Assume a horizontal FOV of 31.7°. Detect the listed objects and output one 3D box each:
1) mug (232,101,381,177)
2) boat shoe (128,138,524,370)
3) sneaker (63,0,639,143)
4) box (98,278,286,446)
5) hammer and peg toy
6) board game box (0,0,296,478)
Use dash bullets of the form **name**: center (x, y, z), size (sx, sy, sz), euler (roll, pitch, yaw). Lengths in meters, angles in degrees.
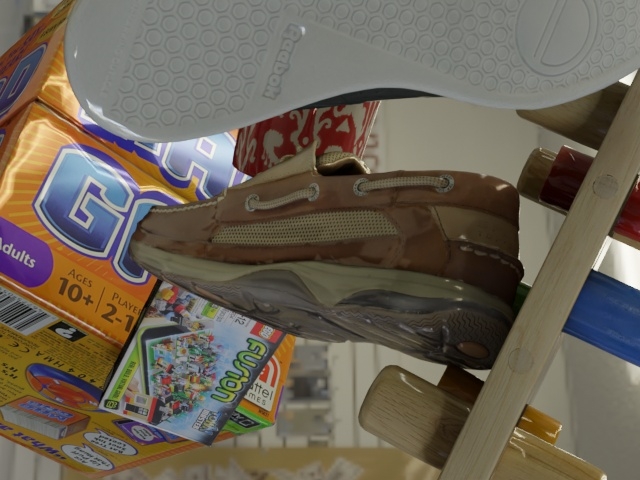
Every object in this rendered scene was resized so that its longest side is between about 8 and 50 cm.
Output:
- **mug**: center (0.007, -0.126, 0.834), size (0.150, 0.113, 0.169), euler (-13, 120, -67)
- **boat shoe**: center (0.000, 0.000, 0.735), size (0.123, 0.324, 0.117), euler (30, 74, -46)
- **sneaker**: center (0.021, -0.118, 0.530), size (0.147, 0.295, 0.105), euler (-135, -143, -64)
- **box**: center (-0.110, 0.097, 0.976), size (0.036, 0.114, 0.207), euler (-80, -164, -44)
- **hammer and peg toy**: center (0.156, -0.010, 0.648), size (0.361, 0.127, 0.266), euler (-63, 166, -5)
- **board game box**: center (-0.253, 0.009, 1.252), size (0.356, 0.356, 0.356), euler (-25, -139, 44)
